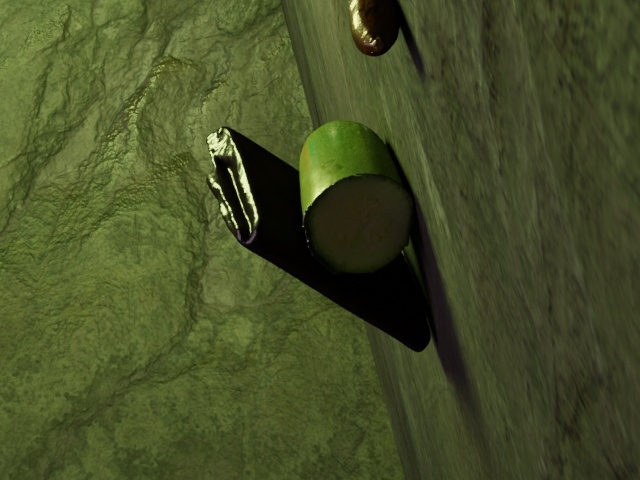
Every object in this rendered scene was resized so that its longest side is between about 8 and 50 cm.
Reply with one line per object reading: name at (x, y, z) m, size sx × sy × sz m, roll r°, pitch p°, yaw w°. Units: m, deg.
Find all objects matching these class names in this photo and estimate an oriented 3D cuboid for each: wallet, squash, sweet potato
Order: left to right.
wallet at (0.000, 0.000, 1.171) m, size 0.229 × 0.049 × 0.182 m, roll 33°, pitch -160°, yaw -31°
squash at (0.022, -0.054, 1.124) m, size 0.188 × 0.095 × 0.095 m, roll -103°, pitch 0°, yaw -61°
sweet potato at (0.034, -0.144, 0.839) m, size 0.095 × 0.034 × 0.034 m, roll -90°, pitch -10°, yaw -50°
